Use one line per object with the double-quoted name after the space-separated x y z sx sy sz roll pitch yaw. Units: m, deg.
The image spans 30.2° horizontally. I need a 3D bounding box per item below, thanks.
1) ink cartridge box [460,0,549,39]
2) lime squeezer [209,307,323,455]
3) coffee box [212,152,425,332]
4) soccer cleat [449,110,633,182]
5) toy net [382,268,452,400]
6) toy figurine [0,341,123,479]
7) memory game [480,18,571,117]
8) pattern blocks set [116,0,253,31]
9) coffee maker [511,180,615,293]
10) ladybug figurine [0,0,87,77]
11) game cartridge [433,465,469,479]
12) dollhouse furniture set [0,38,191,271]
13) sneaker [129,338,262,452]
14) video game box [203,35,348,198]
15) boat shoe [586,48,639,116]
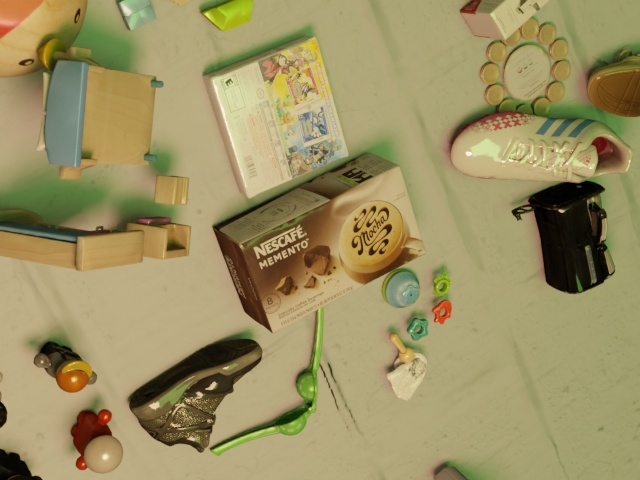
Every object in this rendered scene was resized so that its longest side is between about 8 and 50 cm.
0.315 -0.398 1.964 0.135 0.099 0.056 -42 117 -11 "ink cartridge box"
-0.051 0.256 2.005 0.110 0.059 0.310 36 88 1 "lime squeezer"
0.000 0.000 1.910 0.297 0.119 0.168 -26 115 -18 "coffee box"
0.387 -0.155 2.034 0.331 0.143 0.116 -6 118 -24 "soccer cleat"
0.165 0.165 2.082 0.122 0.045 0.232 -4 107 -27 "toy net"
-0.417 0.275 1.768 0.213 0.148 0.209 -21 112 -19 "toy figurine"
0.359 -0.294 2.064 0.186 0.012 0.186 -7 107 -25 "memory game"
-0.172 -0.451 1.754 0.325 0.026 0.285 -19 111 -20 "pattern blocks set"
0.438 -0.001 2.139 0.171 0.120 0.178 -13 110 2 "coffee maker"
-0.483 -0.400 1.540 0.305 0.162 0.449 -48 118 -6 "ladybug figurine"
0.311 0.552 2.170 0.060 0.196 0.294 -35 117 -14 "game cartridge"
-0.334 -0.127 1.689 0.286 0.198 0.303 -9 106 -62 "dollhouse furniture set"
-0.182 0.253 1.914 0.227 0.087 0.130 -32 117 -11 "sneaker"
-0.068 -0.196 1.865 0.187 0.048 0.205 -23 113 -17 "video game box"
0.597 -0.291 2.149 0.285 0.089 0.104 -3 132 -22 "boat shoe"
